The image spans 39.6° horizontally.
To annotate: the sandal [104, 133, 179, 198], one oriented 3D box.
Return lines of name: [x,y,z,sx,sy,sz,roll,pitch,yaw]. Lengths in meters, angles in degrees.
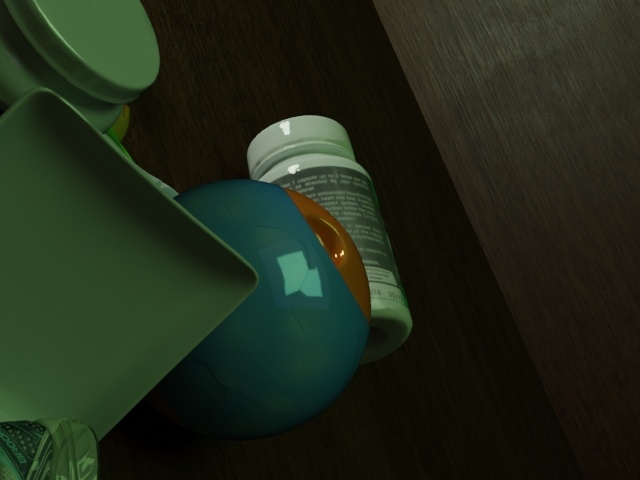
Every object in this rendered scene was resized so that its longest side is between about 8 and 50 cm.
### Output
sandal: [-0.259,-0.055,1.049,0.265,0.076,0.102,41,50,-40]

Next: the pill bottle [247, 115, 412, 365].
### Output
pill bottle: [0.000,0.000,1.359,0.204,0.204,0.361,30,39,-51]

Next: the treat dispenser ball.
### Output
treat dispenser ball: [-0.087,0.076,0.987,0.288,0.288,0.288,46,28,-33]

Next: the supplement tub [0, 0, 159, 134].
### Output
supplement tub: [-0.301,-0.142,0.801,0.191,0.272,0.191,47,27,-33]

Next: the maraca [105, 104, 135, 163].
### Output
maraca: [-0.279,-0.155,1.089,0.127,0.099,0.185,45,-13,52]

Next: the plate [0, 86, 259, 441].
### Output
plate: [-0.237,0.045,0.773,0.277,0.278,0.045,44,3,-34]

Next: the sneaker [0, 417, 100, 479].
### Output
sneaker: [-0.248,0.275,0.704,0.122,0.110,0.283,16,45,-36]
